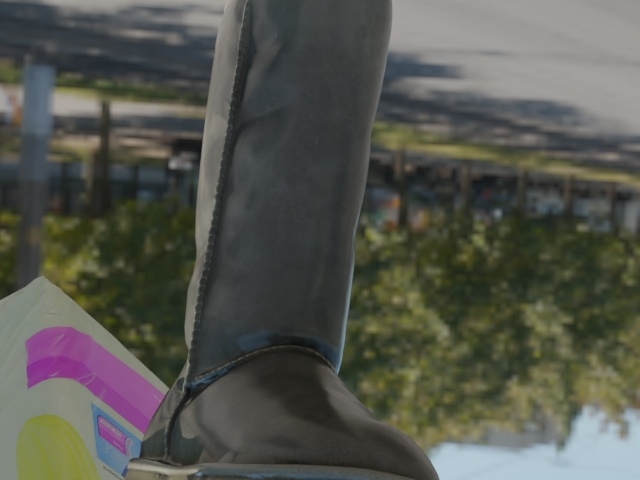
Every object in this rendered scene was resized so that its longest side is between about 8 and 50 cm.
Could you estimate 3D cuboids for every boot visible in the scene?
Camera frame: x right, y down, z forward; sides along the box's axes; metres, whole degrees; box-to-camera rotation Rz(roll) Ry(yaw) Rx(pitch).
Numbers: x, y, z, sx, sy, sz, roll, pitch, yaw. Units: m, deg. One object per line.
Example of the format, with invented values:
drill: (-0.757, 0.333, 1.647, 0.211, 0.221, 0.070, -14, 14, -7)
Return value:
boot: (-0.001, -0.001, 0.572, 0.076, 0.208, 0.190, 26, 163, -30)

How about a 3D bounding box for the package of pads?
package of pads: (-0.093, 0.195, 0.819, 0.101, 0.296, 0.229, -29, 131, 13)
